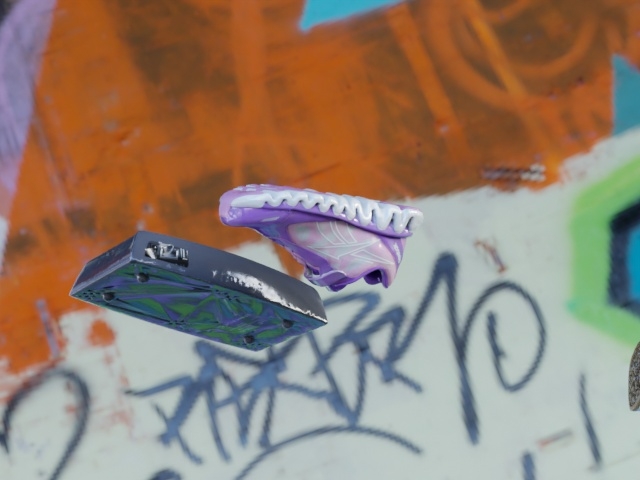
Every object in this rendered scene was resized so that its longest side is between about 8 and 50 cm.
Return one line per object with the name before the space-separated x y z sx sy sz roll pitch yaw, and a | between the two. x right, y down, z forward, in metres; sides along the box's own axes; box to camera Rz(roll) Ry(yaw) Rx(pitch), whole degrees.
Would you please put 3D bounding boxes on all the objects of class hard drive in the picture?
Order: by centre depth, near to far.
hard drive | -0.136 0.060 1.560 0.255 0.054 0.172 20 -27 -30

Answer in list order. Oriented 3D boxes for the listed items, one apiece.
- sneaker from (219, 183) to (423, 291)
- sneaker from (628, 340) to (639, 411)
sneaker | 0.000 0.000 1.427 0.236 0.104 0.095 9 5 -33
sneaker | 0.276 0.059 0.921 0.086 0.064 0.192 11 -40 -3
